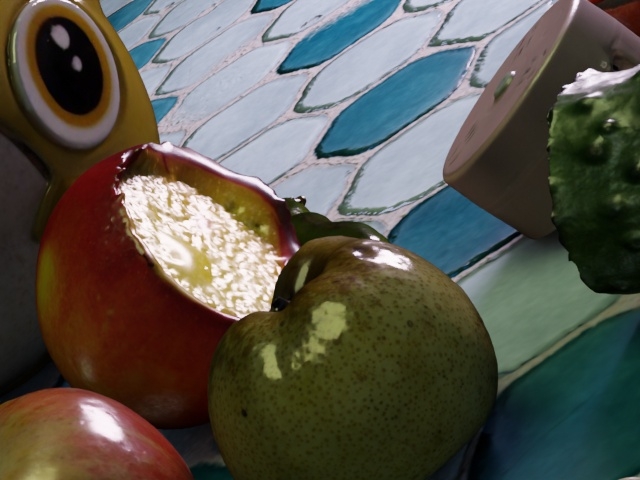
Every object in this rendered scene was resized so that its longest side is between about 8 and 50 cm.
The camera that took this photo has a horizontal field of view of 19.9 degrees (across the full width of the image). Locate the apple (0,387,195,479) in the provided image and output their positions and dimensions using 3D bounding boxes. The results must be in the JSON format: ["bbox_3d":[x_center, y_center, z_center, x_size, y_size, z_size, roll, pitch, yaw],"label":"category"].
[{"bbox_3d":[-0.152,0.185,0.986,0.209,0.164,0.209,-33,28,20],"label":"apple"}]

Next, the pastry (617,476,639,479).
[{"bbox_3d":[0.121,0.156,0.714,0.156,0.092,0.156,-24,23,11],"label":"pastry"}]

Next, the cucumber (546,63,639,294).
[{"bbox_3d":[0.244,-0.045,0.959,0.244,0.134,0.134,-8,31,42],"label":"cucumber"}]

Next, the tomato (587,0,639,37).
[{"bbox_3d":[0.275,-0.177,1.287,0.166,0.082,0.174,-36,14,-17],"label":"tomato"}]

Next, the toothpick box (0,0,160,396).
[{"bbox_3d":[-0.343,-0.058,1.533,0.425,0.409,0.409,-37,18,-25],"label":"toothpick box"}]

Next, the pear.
[{"bbox_3d":[0.015,0.079,1.003,0.167,0.136,0.167,-34,14,9],"label":"pear"}]

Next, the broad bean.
[{"bbox_3d":[-0.004,0.002,1.369,0.065,0.046,0.254,-24,15,-12],"label":"broad bean"}]

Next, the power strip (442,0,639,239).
[{"bbox_3d":[0.151,-0.082,1.186,0.154,0.078,0.154,-55,6,9],"label":"power strip"}]

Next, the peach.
[{"bbox_3d":[-0.097,0.027,1.242,0.196,0.190,0.226,-31,9,-23],"label":"peach"}]
